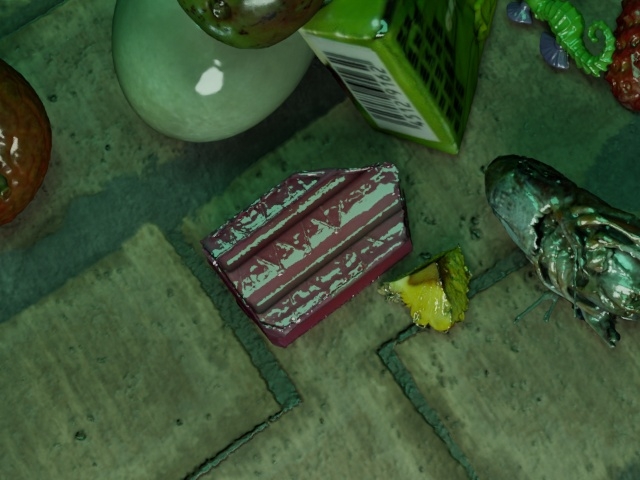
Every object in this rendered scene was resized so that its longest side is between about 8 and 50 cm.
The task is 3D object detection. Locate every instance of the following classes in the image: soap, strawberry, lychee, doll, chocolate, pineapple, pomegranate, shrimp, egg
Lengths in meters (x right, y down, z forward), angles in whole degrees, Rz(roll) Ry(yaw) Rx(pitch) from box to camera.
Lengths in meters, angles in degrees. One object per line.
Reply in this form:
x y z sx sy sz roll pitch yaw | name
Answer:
0.000 0.000 1.768 0.250 0.099 0.162 -36 69 -6 | soap
0.447 -0.269 1.800 0.190 0.111 0.236 39 80 17 | strawberry
-0.456 -0.124 1.802 0.255 0.255 0.300 -28 33 -3 | lychee
0.302 -0.279 1.827 0.050 0.115 0.190 -14 61 -37 | doll
0.105 -0.296 1.765 0.137 0.301 0.289 7 70 25 | chocolate
0.118 0.055 1.749 0.114 0.077 0.114 -8 64 19 | pineapple
-0.062 -0.319 1.610 0.181 0.181 0.224 24 57 16 | pomegranate
0.315 0.045 1.701 0.372 0.137 0.172 52 120 29 | shrimp
-0.119 -0.286 1.807 0.258 0.258 0.352 22 81 15 | egg
